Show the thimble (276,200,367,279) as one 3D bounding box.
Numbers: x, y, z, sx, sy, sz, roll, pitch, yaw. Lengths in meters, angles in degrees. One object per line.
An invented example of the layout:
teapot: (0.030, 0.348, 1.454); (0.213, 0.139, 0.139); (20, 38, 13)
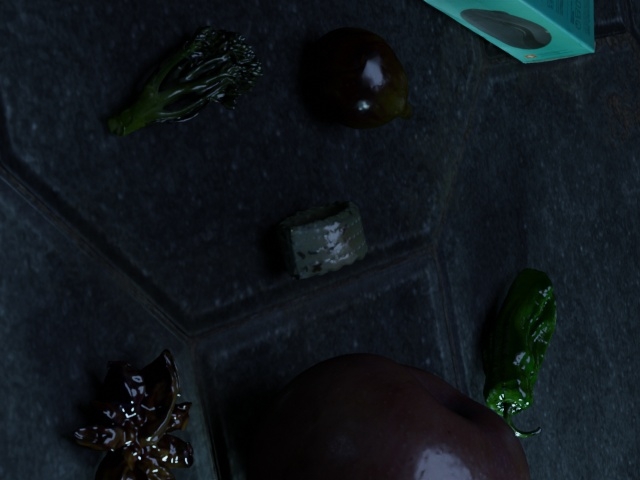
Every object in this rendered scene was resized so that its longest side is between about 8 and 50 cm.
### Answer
thimble: (0.000, 0.000, 1.733); (0.110, 0.084, 0.062); (-32, 111, -54)

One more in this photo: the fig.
fig: (0.056, -0.177, 1.829); (0.154, 0.103, 0.109); (19, 91, -44)

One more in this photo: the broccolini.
broccolini: (-0.144, -0.152, 1.599); (0.202, 0.068, 0.091); (-31, 98, -36)

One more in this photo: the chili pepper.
chili pepper: (0.262, 0.135, 2.096); (0.100, 0.074, 0.257); (54, 44, -35)

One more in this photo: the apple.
apple: (0.072, 0.247, 1.625); (0.305, 0.305, 0.235); (21, 100, -52)

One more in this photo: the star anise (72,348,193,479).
star anise: (-0.170, 0.182, 1.492); (0.168, 0.057, 0.168); (-8, 100, -51)

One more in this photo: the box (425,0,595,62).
box: (0.247, -0.376, 2.117); (0.311, 0.118, 0.205); (19, 67, -53)
